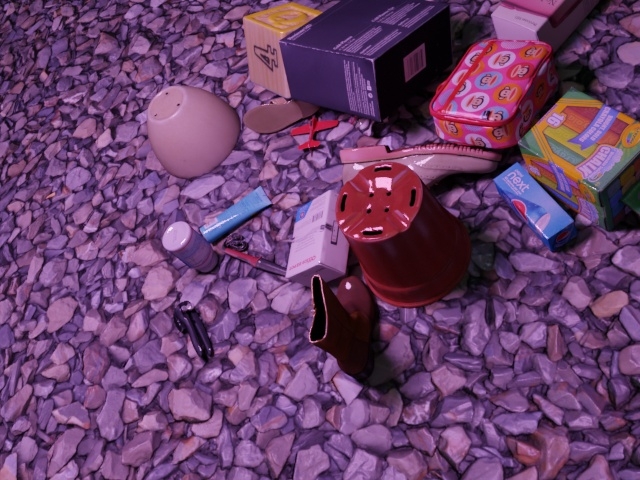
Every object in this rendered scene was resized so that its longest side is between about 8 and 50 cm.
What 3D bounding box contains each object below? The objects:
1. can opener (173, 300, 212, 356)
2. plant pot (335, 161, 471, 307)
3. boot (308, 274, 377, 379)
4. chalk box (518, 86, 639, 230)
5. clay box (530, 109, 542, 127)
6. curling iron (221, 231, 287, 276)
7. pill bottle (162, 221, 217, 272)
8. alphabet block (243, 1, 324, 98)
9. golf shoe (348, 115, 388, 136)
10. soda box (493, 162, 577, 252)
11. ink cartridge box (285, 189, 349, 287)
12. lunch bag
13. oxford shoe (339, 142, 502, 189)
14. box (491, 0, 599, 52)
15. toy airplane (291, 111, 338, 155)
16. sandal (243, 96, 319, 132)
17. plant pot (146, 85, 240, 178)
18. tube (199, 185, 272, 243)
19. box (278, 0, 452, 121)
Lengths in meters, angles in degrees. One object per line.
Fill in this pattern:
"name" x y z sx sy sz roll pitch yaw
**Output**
"can opener" -0.327 0.229 1.894 0.059 0.073 0.186 -16 48 -31
"plant pot" 0.173 -0.024 1.642 0.273 0.265 0.272 -13 57 21
"boot" 0.032 0.148 1.602 0.096 0.280 0.264 -8 59 23
"chalk box" 0.602 -0.158 1.553 0.180 0.179 0.289 -46 52 -3
"clay box" 0.438 -0.334 1.823 0.222 0.053 0.127 -4 59 24
"curling iron" -0.160 0.045 1.920 0.274 0.035 0.068 25 76 36
"pill bottle" -0.344 0.022 1.949 0.087 0.160 0.087 -13 57 20
"alphabet block" -0.087 -0.547 2.087 0.192 0.197 0.193 -29 43 -33
"golf shoe" 0.156 -0.358 1.987 0.086 0.067 0.186 41 68 -4
"soda box" 0.481 -0.076 1.639 0.071 0.067 0.210 -35 51 4
"ink cartridge box" 0.000 0.000 1.798 0.148 0.086 0.203 -26 48 50
"lunch bag" 0.400 -0.355 1.742 0.258 0.120 0.293 16 60 38
"oxford shoe" 0.246 -0.167 1.802 0.397 0.140 0.146 0 98 20
"box" 0.574 -0.594 1.860 0.232 0.127 0.149 -48 52 -6
"toy airplane" -0.026 -0.304 2.062 0.151 0.028 0.151 -13 57 21
"sandal" -0.104 -0.381 2.133 0.240 0.088 0.079 -14 24 22
"plant pot" -0.411 -0.354 2.190 0.284 0.191 0.284 -13 57 21
"tube" -0.237 -0.071 2.024 0.207 0.052 0.080 -35 57 -1
"box" 0.127 -0.499 1.934 0.313 0.178 0.343 23 51 35
